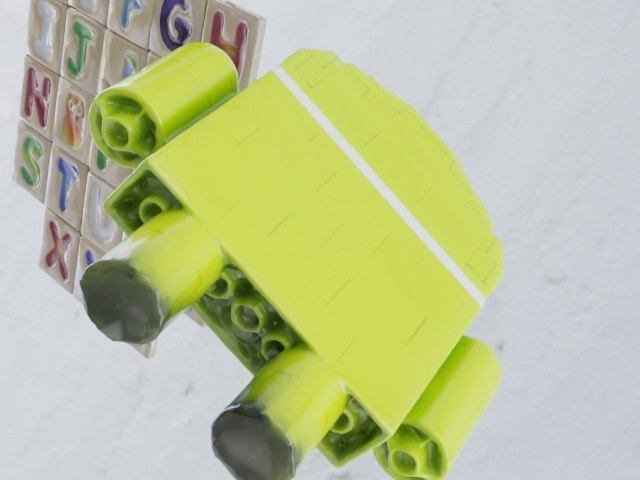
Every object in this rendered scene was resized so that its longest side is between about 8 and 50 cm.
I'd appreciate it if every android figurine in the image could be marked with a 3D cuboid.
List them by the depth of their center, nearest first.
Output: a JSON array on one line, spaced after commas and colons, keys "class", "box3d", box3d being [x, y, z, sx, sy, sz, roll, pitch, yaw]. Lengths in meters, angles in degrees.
[{"class": "android figurine", "box3d": [0.000, 0.000, 0.611, 0.248, 0.273, 0.056, 47, -53, -4]}]

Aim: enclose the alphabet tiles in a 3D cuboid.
[{"class": "alphabet tiles", "box3d": [-0.151, -0.098, 0.911, 0.285, 0.011, 0.343, 33, -60, 40]}]
